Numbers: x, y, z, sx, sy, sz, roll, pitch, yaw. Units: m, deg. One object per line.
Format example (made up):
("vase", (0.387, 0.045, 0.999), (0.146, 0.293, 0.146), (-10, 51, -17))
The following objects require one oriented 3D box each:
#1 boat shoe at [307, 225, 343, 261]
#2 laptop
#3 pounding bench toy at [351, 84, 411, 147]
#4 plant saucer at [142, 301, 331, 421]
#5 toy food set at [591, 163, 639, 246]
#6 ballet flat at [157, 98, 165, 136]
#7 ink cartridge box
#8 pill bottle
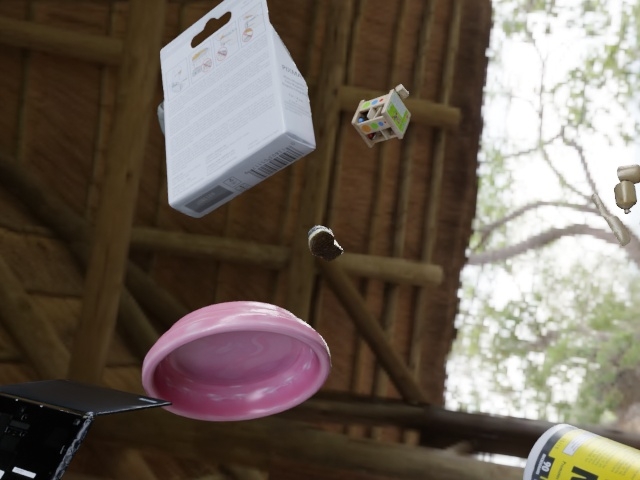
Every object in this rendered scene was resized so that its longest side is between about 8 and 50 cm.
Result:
("boat shoe", (0.000, 0.000, 1.966), (0.049, 0.056, 0.152), (55, 180, 22))
("laptop", (-0.391, 0.295, 1.463), (0.137, 0.234, 0.264), (57, -131, -42))
("pounding bench toy", (0.090, -0.185, 1.469), (0.052, 0.065, 0.083), (51, -136, -30))
("plant saucer", (-0.149, 0.210, 1.801), (0.332, 0.332, 0.084), (73, -174, -52))
("toy food set", (0.316, -0.049, 0.935), (0.078, 0.122, 0.019), (59, -170, 9))
("ballet flat", (-0.126, -0.178, 1.466), (0.072, 0.213, 0.068), (-95, 1, -64))
("ink cartridge box", (-0.104, -0.167, 1.189), (0.066, 0.189, 0.232), (28, -135, -41))
("pill bottle", (0.351, 0.299, 1.177), (0.119, 0.208, 0.119), (-11, -74, -40))
